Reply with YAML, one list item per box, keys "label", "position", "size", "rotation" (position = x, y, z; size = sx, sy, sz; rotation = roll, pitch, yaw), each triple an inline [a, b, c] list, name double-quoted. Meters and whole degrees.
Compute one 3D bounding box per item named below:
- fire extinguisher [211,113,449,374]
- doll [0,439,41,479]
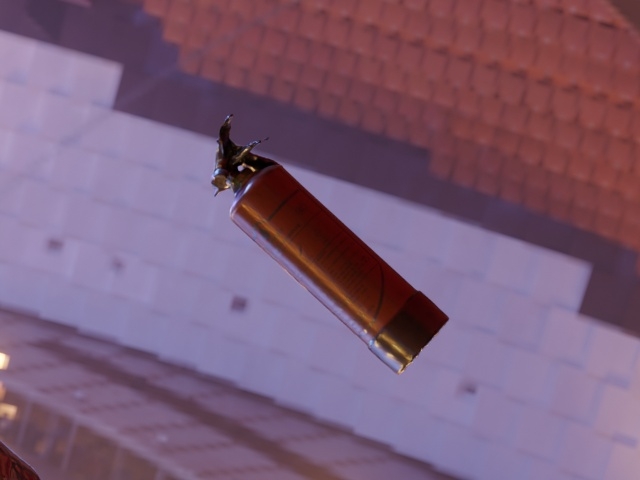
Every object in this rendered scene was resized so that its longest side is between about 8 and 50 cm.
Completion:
- label: "fire extinguisher"
  position: [0.000, 0.000, 0.464]
  size: [0.083, 0.028, 0.022]
  rotation: [43, -141, 6]
- label: "doll"
  position: [-0.268, 0.265, 1.207]
  size: [0.161, 0.177, 0.261]
  rotation: [54, -174, -49]
